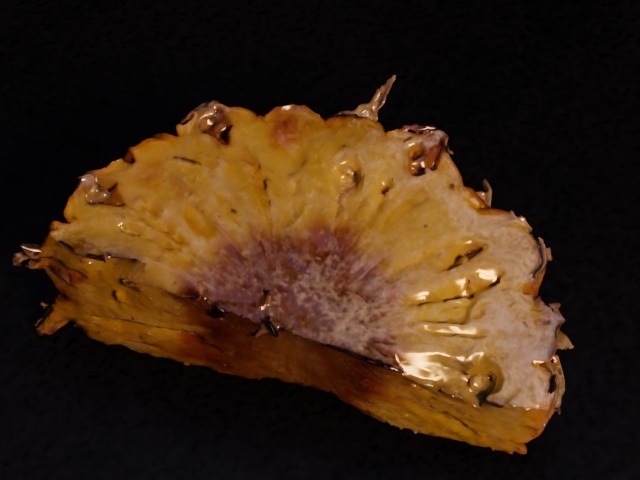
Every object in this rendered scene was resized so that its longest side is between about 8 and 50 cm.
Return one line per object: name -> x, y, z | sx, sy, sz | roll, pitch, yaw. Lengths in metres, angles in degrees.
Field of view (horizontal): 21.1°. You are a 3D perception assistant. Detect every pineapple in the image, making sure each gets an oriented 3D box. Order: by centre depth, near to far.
pineapple -> 0.000, -0.001, 0.729 | 0.233, 0.079, 0.135 | 15, 62, 2
